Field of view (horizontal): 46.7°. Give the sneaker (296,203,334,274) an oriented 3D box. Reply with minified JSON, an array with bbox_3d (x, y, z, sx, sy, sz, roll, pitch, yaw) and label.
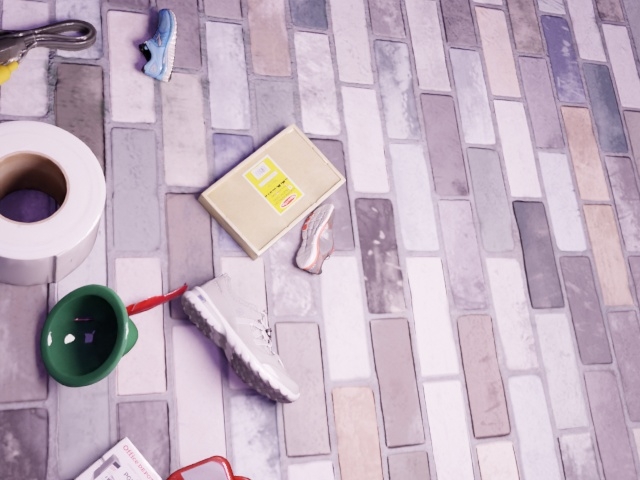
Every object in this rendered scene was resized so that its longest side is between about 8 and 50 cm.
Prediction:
[{"bbox_3d":[0.000,0.000,1.504,0.065,0.061,0.157,39,60,-35],"label":"sneaker"}]

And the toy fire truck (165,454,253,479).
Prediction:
[{"bbox_3d":[-0.193,0.521,1.192,0.254,0.169,0.302,-21,79,-7],"label":"toy fire truck"}]

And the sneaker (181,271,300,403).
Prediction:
[{"bbox_3d":[-0.124,0.175,1.357,0.115,0.105,0.281,-40,88,-27],"label":"sneaker"}]

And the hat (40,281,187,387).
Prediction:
[{"bbox_3d":[-0.354,0.173,1.317,0.209,0.183,0.173,-22,69,16],"label":"hat"}]

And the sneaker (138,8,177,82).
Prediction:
[{"bbox_3d":[-0.331,-0.403,1.505,0.073,0.063,0.162,7,69,-15],"label":"sneaker"}]

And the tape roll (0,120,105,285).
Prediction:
[{"bbox_3d":[-0.497,-0.060,1.262,0.246,0.169,0.246,7,69,-18],"label":"tape roll"}]

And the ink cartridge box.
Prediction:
[{"bbox_3d":[-0.345,0.405,1.220,0.135,0.056,0.099,-40,88,-27],"label":"ink cartridge box"}]

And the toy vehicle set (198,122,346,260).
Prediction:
[{"bbox_3d":[-0.094,-0.103,1.504,0.166,0.035,0.267,48,63,0],"label":"toy vehicle set"}]

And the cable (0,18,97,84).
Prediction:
[{"bbox_3d":[-0.577,-0.368,1.420,0.139,0.072,0.287,43,49,17],"label":"cable"}]
